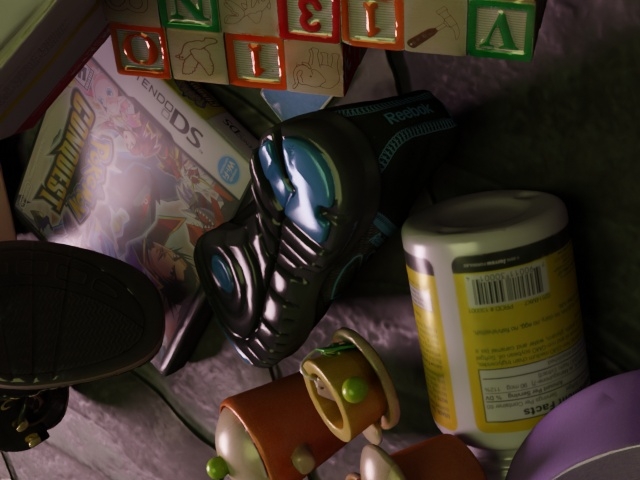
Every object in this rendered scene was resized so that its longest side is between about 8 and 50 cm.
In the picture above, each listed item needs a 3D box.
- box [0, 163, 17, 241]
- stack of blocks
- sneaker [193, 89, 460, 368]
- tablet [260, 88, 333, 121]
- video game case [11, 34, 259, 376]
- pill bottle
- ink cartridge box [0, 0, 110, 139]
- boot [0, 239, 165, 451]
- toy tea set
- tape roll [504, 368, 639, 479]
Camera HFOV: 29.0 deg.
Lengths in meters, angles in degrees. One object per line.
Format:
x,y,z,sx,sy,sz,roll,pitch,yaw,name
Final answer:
-0.413,-0.116,1.250,0.148,0.121,0.311,16,118,52,box
0.003,-0.192,0.830,0.297,0.087,0.171,7,131,13,stack of blocks
0.000,0.000,0.971,0.125,0.139,0.341,59,151,10,sneaker
-0.014,-0.128,1.009,0.054,0.006,0.083,52,131,11,tablet
-0.173,-0.046,1.156,0.248,0.035,0.275,44,130,17,video game case
0.132,0.077,0.894,0.119,0.119,0.209,3,110,39,pill bottle
-0.300,-0.211,0.883,0.279,0.385,0.160,43,96,-9,ink cartridge box
-0.311,0.120,1.219,0.377,0.284,0.138,-8,68,5,boot
0.003,0.185,0.969,0.200,0.124,0.336,60,160,10,toy tea set
0.249,0.219,0.807,0.274,0.090,0.275,7,118,14,tape roll
